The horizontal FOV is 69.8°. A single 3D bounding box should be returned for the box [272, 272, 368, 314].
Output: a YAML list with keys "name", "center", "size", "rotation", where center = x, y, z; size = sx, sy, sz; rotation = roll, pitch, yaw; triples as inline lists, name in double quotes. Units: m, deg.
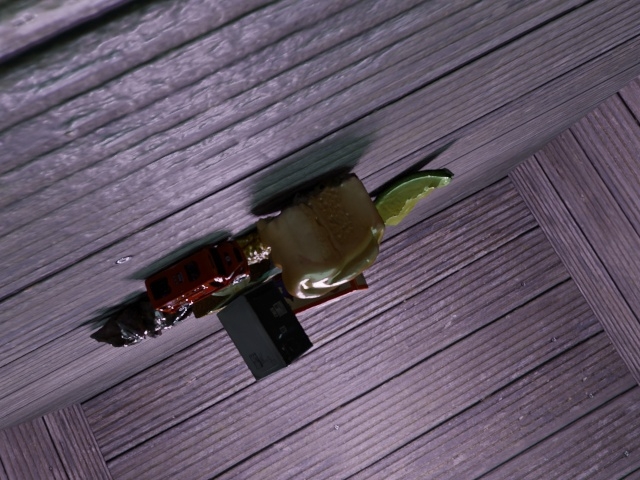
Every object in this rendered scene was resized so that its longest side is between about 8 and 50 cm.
- name: "box"
  center: [-0.014, 0.152, 1.956]
  size: [0.349, 0.256, 0.318]
  rotation: [-23, 169, 12]

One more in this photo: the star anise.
- name: "star anise"
  center: [-0.528, 0.246, 1.414]
  size: [0.332, 0.117, 0.332]
  rotation: [-26, 177, -2]

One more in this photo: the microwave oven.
- name: "microwave oven"
  center: [-0.199, 0.325, 1.685]
  size: [0.237, 0.295, 0.181]
  rotation: [-37, 173, 41]

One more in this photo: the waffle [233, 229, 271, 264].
- name: "waffle"
  center: [-0.168, 0.012, 1.331]
  size: [0.197, 0.070, 0.193]
  rotation: [-24, 170, -25]

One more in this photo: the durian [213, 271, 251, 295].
- name: "durian"
  center: [-0.311, 0.116, 1.438]
  size: [0.188, 0.091, 0.148]
  rotation: [-26, 160, 4]

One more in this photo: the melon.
- name: "melon"
  center: [0.321, -0.175, 1.647]
  size: [0.323, 0.124, 0.196]
  rotation: [-40, 168, 29]

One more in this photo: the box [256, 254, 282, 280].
- name: "box"
  center: [-0.050, 0.002, 1.547]
  size: [0.264, 0.106, 0.337]
  rotation: [-35, 169, 37]

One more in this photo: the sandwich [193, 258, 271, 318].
- name: "sandwich"
  center: [-0.302, 0.159, 1.704]
  size: [0.301, 0.099, 0.271]
  rotation: [-36, 174, 29]

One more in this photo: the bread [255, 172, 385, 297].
- name: "bread"
  center: [0.008, -0.007, 1.185]
  size: [0.316, 0.270, 0.211]
  rotation: [-32, -172, -18]

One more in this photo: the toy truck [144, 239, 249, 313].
- name: "toy truck"
  center: [-0.318, 0.092, 1.191]
  size: [0.253, 0.107, 0.114]
  rotation: [-28, 164, 8]
